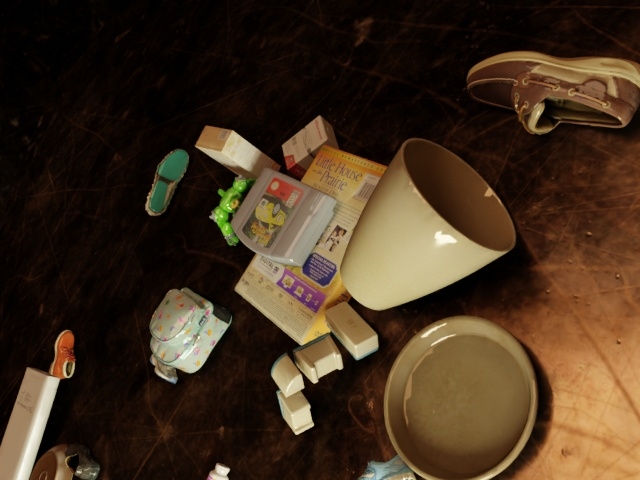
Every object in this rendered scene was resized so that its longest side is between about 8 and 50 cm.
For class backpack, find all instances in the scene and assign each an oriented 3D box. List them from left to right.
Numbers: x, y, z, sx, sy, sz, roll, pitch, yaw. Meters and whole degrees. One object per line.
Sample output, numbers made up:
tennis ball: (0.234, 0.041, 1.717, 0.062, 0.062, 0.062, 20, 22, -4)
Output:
backpack: (-0.334, 0.223, 1.474, 0.165, 0.144, 0.189, 22, 84, 42)

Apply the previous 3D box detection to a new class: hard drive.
hard drive: (-0.897, 0.576, 1.809, 0.233, 0.047, 0.353, -4, 68, 49)

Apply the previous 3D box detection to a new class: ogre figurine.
ogre figurine: (-0.212, -0.089, 1.570, 0.197, 0.118, 0.097, -41, 44, 17)

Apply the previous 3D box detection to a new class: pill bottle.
pill bottle: (-0.221, 0.514, 1.255, 0.043, 0.043, 0.083, 9, 72, 46)

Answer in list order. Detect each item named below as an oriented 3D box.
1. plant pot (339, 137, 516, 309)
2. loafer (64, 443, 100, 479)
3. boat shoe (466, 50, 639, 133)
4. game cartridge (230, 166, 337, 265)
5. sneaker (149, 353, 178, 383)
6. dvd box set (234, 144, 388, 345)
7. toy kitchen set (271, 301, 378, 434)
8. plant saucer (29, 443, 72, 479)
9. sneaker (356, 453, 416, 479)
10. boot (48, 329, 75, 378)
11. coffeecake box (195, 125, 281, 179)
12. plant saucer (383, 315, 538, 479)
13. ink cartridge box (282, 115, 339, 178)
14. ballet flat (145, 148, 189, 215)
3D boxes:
plant pot: (0.165, 0.002, 1.093, 0.274, 0.256, 0.257, -49, 39, 34)
loafer: (-0.654, 0.587, 1.603, 0.170, 0.061, 0.062, 8, 72, 46)
boat shoe: (0.407, -0.260, 1.099, 0.341, 0.123, 0.123, 18, 77, 41)
game cartridge: (-0.100, -0.055, 1.405, 0.294, 0.060, 0.196, 28, 90, 50)
sneaker: (-0.398, 0.316, 1.542, 0.058, 0.052, 0.135, -53, 42, -3)
dvd box set: (0.000, 0.000, 1.358, 0.307, 0.062, 0.421, 28, 86, 49)
toy kitchen set: (0.002, 0.255, 1.197, 0.207, 0.166, 0.122, -24, 39, -19)
plant saucer: (-0.767, 0.670, 1.678, 0.198, 0.036, 0.199, -23, 51, 33)
sneaker: (0.091, 0.418, 1.023, 0.162, 0.063, 0.073, -31, 31, 18)
boot: (-0.803, 0.362, 1.895, 0.084, 0.059, 0.158, -10, 67, 36)
coffeecake box: (-0.222, -0.228, 1.617, 0.142, 0.185, 0.068, 19, 79, 47)
plant saucer: (0.230, 0.262, 0.993, 0.277, 0.041, 0.278, -22, 52, 32)
ink cartridge box: (-0.026, -0.240, 1.537, 0.135, 0.056, 0.099, -34, 46, 23)
ballet flat: (-0.507, -0.189, 1.945, 0.077, 0.091, 0.241, -13, 50, 65)
